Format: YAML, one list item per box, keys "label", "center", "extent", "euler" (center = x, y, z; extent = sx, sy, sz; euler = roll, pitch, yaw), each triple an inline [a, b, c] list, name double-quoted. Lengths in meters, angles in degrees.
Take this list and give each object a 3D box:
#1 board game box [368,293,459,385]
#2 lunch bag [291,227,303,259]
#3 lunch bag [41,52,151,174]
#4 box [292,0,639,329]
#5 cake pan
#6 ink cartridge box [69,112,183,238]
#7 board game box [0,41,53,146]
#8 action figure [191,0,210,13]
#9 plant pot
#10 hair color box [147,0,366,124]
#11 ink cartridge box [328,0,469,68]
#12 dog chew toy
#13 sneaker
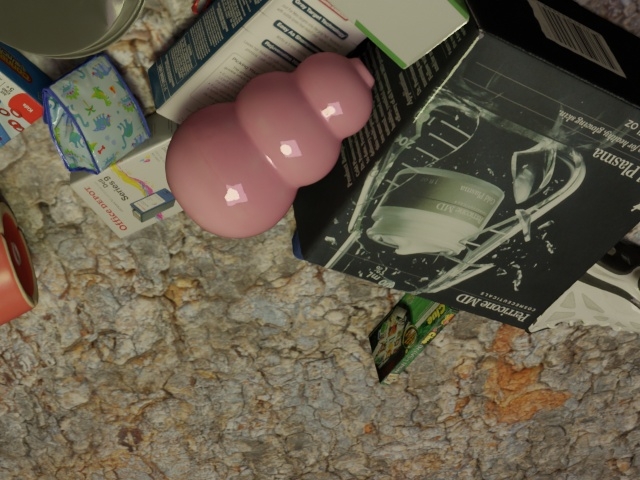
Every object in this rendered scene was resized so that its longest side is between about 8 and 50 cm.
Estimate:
- label: "board game box"
  center: [0.190, 0.176, 1.879]
  extent: [0.030, 0.136, 0.259]
  euler: [19, 129, -25]
- label: "lunch bag"
  center: [0.000, 0.000, 1.716]
  extent: [0.098, 0.067, 0.065]
  euler: [11, 132, -22]
- label: "lunch bag"
  center: [-0.356, -0.197, 1.393]
  extent: [0.096, 0.129, 0.151]
  euler: [9, 130, 34]
- label: "box"
  center: [0.268, -0.151, 1.464]
  extent: [0.480, 0.297, 0.472]
  euler: [18, 131, -26]
- label: "cake pan"
  center: [-0.379, -0.380, 1.218]
  extent: [0.293, 0.054, 0.293]
  euler: [2, 120, 3]
- label: "ink cartridge box"
  center: [-0.295, -0.115, 1.529]
  extent: [0.212, 0.093, 0.154]
  euler: [-21, 135, 13]
- label: "board game box"
  center: [-0.627, -0.232, 1.354]
  extent: [0.302, 0.086, 0.308]
  euler: [-32, 132, 19]
- label: "action figure"
  center: [-0.155, -0.386, 1.330]
  extent: [0.038, 0.030, 0.115]
  euler: [2, 134, -36]
- label: "plant pot"
  center: [-0.635, 0.059, 1.540]
  extent: [0.243, 0.275, 0.275]
  euler: [-18, 136, -8]
- label: "hair color box"
  center: [-0.084, -0.300, 1.362]
  extent: [0.347, 0.105, 0.174]
  euler: [-38, 140, 25]
- label: "ink cartridge box"
  center: [0.071, -0.395, 1.192]
  extent: [0.117, 0.278, 0.201]
  euler: [-35, 130, 27]
- label: "dog chew toy"
  center: [-0.064, -0.151, 1.320]
  extent: [0.332, 0.206, 0.206]
  euler: [-36, 131, 9]
- label: "sneaker"
  center: [0.582, 0.124, 1.914]
  extent: [0.447, 0.169, 0.257]
  euler: [32, 131, -25]
